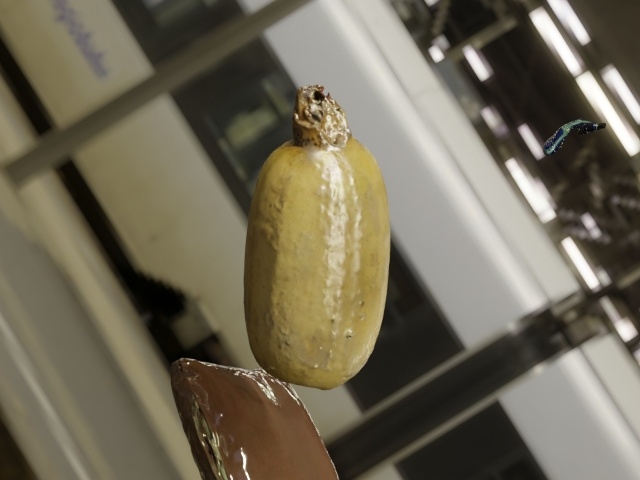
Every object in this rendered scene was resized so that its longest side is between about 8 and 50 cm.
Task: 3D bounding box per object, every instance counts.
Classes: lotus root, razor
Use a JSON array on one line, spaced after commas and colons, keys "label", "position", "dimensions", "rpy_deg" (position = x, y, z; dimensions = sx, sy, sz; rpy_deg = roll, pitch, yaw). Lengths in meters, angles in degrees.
[{"label": "lotus root", "position": [0.000, 0.000, 2.051], "dimensions": [0.151, 0.169, 0.342], "rpy_deg": [17, -72, 41]}, {"label": "razor", "position": [0.336, -0.144, 2.520], "dimensions": [0.154, 0.044, 0.028], "rpy_deg": [-27, 100, -54]}]

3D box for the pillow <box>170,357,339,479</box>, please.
[{"label": "pillow", "position": [-0.058, 0.290, 2.286], "dimensions": [0.307, 0.108, 0.305], "rpy_deg": [67, 17, 14]}]
